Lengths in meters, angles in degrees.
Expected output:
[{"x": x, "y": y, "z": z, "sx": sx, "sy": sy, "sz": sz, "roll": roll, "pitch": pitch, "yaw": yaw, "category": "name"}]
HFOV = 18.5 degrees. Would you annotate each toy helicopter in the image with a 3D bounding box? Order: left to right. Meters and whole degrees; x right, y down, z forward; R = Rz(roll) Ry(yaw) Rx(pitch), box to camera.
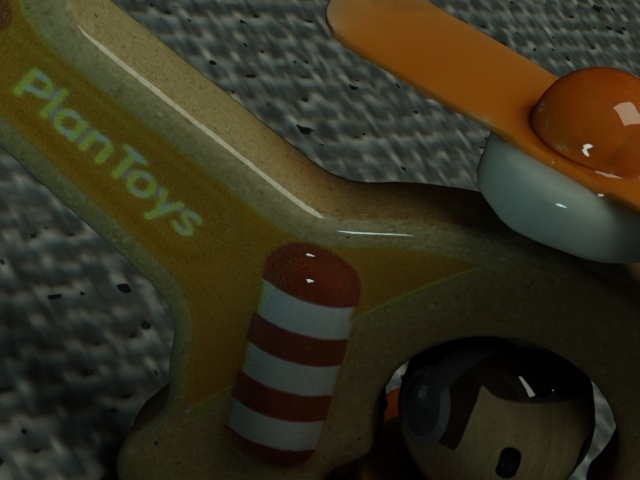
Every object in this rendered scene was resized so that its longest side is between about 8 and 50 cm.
[{"x": 0.000, "y": 0.000, "z": 0.598, "sx": 0.355, "sy": 0.235, "sz": 0.140, "roll": 41, "pitch": 32, "yaw": -13, "category": "toy helicopter"}]
